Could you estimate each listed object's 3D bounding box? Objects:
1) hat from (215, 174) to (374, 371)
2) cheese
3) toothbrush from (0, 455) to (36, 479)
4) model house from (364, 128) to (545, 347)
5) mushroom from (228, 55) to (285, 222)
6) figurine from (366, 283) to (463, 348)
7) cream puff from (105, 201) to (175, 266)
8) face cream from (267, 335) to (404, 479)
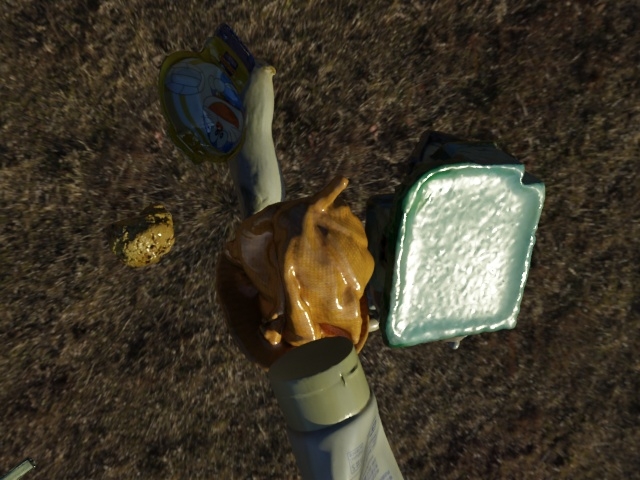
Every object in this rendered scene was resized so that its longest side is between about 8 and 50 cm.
[{"bbox_3d":[0.000,0.000,0.874,0.233,0.233,0.244,44,50,18],"label":"hat"},{"bbox_3d":[-0.163,-0.222,1.072,0.069,0.270,0.177,-18,129,34],"label":"cheese"},{"bbox_3d":[-0.550,0.417,1.145,0.294,0.028,0.026,-35,102,21],"label":"toothbrush"},{"bbox_3d":[0.154,-0.028,1.054,0.230,0.249,0.280,-5,118,-21],"label":"model house"},{"bbox_3d":[-0.128,-0.174,1.376,0.109,0.097,0.351,1,101,23],"label":"mushroom"},{"bbox_3d":[0.175,0.106,1.478,0.203,0.380,0.248,-15,85,-23],"label":"figurine"},{"bbox_3d":[-0.314,-0.006,1.270,0.119,0.133,0.104,-22,99,-5],"label":"cream puff"},{"bbox_3d":[0.028,0.191,0.565,0.070,0.114,0.224,-10,106,38],"label":"face cream"}]
